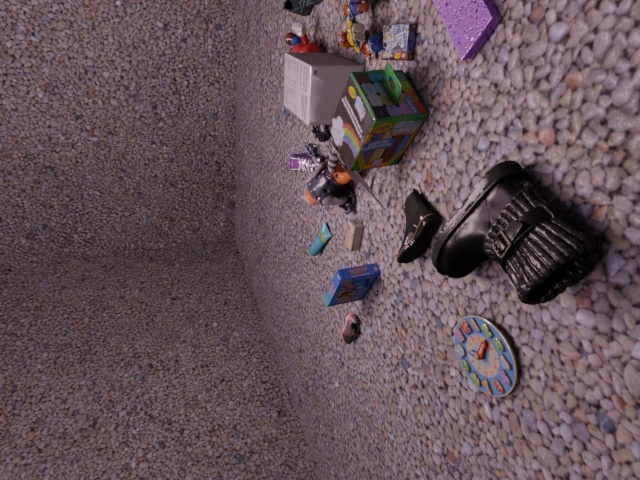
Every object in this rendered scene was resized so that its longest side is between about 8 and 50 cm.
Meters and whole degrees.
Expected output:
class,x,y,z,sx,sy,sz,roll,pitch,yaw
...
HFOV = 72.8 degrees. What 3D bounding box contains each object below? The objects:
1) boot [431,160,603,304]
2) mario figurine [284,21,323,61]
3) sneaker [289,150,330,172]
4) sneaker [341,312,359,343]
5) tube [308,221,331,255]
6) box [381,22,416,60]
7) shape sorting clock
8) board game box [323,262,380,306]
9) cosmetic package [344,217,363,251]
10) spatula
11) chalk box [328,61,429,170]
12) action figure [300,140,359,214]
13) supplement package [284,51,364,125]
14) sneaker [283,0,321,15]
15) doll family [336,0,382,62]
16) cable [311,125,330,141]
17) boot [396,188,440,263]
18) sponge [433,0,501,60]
class,x,y,z,sx,sy,sz,roll,pitch,yaw
boot,0.382,0.037,0.917,0.348,0.131,0.260,107,147,-47
mario figurine,-0.107,-0.772,1.783,0.198,0.170,0.321,53,-176,-32
sneaker,-0.043,-0.309,1.830,0.282,0.160,0.102,-144,50,-60
sneaker,0.130,0.380,1.804,0.065,0.061,0.158,45,140,47
tube,0.000,0.000,2.007,0.080,0.052,0.207,61,146,21
box,0.220,-0.562,1.235,0.137,0.027,0.094,-135,43,-57
shape sorting clock,0.404,0.288,1.085,0.206,0.040,0.207,171,90,-69
board game box,0.114,0.168,1.618,0.210,0.159,0.047,112,144,-52
cosmetic package,0.128,-0.021,1.668,0.060,0.041,0.115,-126,34,-49
spatula,0.119,-0.203,1.411,0.242,0.019,0.168,42,-166,-39
chalk box,0.168,-0.361,1.232,0.181,0.179,0.289,68,154,21
action figure,0.016,-0.271,1.626,0.341,0.178,0.330,52,131,20
supplement package,0.003,-0.550,1.558,0.263,0.199,0.198,-128,35,-51
sneaker,-0.062,-0.959,1.695,0.267,0.106,0.101,172,90,-68
doll family,0.109,-0.680,1.324,0.163,0.118,0.263,-115,22,-70
cable,-0.005,-0.487,1.817,0.151,0.047,0.185,108,146,-49
boot,0.268,-0.039,1.279,0.198,0.076,0.137,-60,37,39
sponge,0.322,-0.530,0.982,0.117,0.031,0.210,125,133,-61
